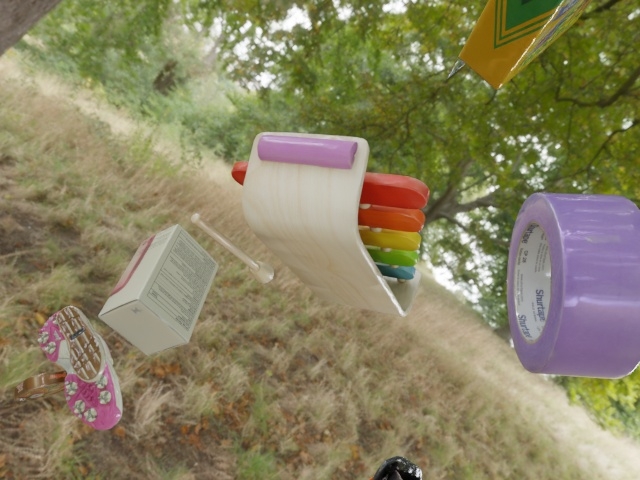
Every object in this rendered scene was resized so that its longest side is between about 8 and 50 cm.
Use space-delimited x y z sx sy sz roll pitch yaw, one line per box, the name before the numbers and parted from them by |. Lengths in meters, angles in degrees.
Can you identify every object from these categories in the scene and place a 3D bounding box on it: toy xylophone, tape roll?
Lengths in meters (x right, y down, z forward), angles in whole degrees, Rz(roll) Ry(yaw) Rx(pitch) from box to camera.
toy xylophone | 0.000 0.000 0.563 0.237 0.081 0.322 12 -21 17
tape roll | 0.258 0.045 0.517 0.189 0.080 0.188 2 90 -83

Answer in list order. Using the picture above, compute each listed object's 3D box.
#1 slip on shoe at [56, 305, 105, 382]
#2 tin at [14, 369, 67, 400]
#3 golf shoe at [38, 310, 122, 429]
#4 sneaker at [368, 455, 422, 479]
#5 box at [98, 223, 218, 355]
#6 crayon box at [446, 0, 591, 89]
slip on shoe | -0.368 0.163 0.775 0.135 0.051 0.041 47 -17 26
tin | -0.665 0.349 1.199 0.106 0.190 0.040 7 62 -45
golf shoe | -0.498 0.282 1.098 0.306 0.115 0.140 47 -1 28
sneaker | 0.022 0.317 0.527 0.321 0.180 0.124 4 35 -45
box | -0.340 0.104 1.079 0.148 0.127 0.232 52 30 -30
crayon box | 0.310 -0.339 0.649 0.083 0.203 0.323 46 -17 9
